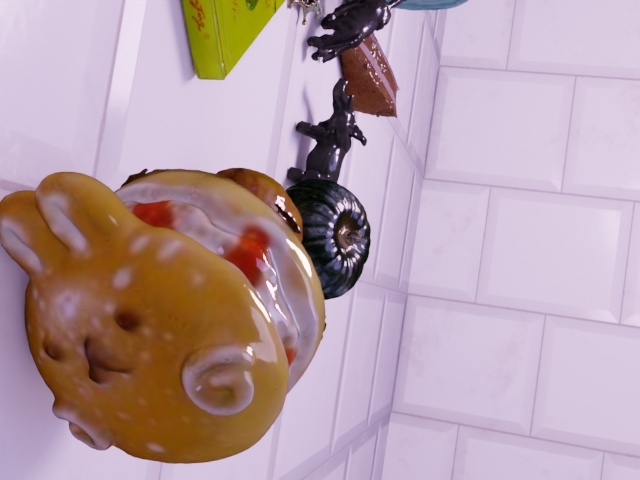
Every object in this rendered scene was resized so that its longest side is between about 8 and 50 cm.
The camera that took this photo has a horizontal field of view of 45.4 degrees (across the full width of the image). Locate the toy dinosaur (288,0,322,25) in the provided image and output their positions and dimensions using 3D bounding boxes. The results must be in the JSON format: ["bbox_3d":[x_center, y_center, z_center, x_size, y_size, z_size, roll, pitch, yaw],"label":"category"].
[{"bbox_3d":[-0.014,-0.426,1.375,0.180,0.037,0.058,-60,158,-54],"label":"toy dinosaur"}]

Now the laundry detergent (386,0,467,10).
[{"bbox_3d":[0.170,-0.637,1.484,0.287,0.287,0.305,-5,103,-75],"label":"laundry detergent"}]

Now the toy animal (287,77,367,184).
[{"bbox_3d":[0.009,-0.188,1.476,0.245,0.114,0.146,-61,159,2],"label":"toy animal"}]

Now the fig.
[{"bbox_3d":[-0.105,-0.018,1.081,0.257,0.159,0.159,164,-66,-87],"label":"fig"}]

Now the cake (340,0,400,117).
[{"bbox_3d":[0.088,-0.402,1.726,0.295,0.112,0.116,60,37,-47],"label":"cake"}]

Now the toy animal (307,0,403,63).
[{"bbox_3d":[0.071,-0.406,1.467,0.085,0.232,0.148,63,-13,-24],"label":"toy animal"}]

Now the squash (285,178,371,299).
[{"bbox_3d":[-0.004,0.000,1.356,0.218,0.172,0.218,6,90,-75],"label":"squash"}]

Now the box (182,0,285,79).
[{"bbox_3d":[-0.102,-0.377,1.041,0.335,0.047,0.187,-67,159,-48],"label":"box"}]

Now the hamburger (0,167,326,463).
[{"bbox_3d":[-0.148,0.062,0.703,0.186,0.260,0.303,-48,125,-59],"label":"hamburger"}]
